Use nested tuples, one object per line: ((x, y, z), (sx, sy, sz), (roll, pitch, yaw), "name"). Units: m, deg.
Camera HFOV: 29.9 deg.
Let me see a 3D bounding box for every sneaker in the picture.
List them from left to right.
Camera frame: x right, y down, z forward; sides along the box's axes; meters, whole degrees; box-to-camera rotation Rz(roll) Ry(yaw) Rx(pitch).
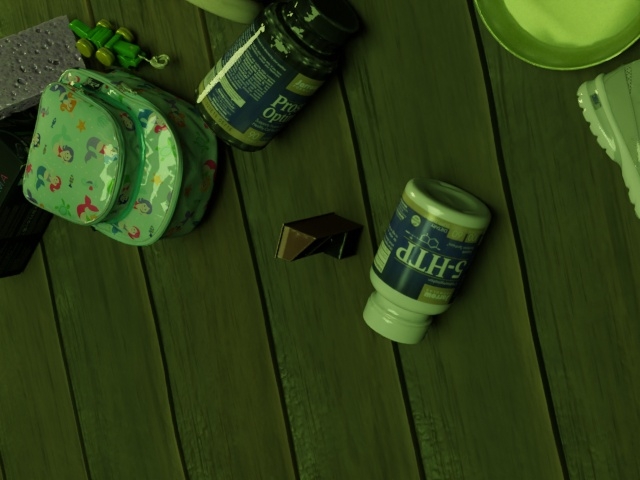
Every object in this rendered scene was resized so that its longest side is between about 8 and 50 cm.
((0.390, -0.079, 1.294), (0.115, 0.105, 0.281), (-37, 77, 31), "sneaker")

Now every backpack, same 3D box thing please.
((-0.276, -0.112, 1.668), (0.253, 0.191, 0.225), (25, 109, 21), "backpack")

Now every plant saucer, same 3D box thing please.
((0.287, -0.315, 1.363), (0.241, 0.037, 0.241), (5, 100, 31), "plant saucer")

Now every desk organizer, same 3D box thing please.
((0.000, 0.000, 1.536), (0.050, 0.130, 0.047), (22, 108, 25), "desk organizer")

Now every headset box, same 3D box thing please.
((-0.547, -0.119, 1.860), (0.283, 0.131, 0.246), (45, 117, 19), "headset box")

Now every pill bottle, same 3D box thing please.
((-0.055, -0.226, 1.540), (0.219, 0.123, 0.123), (-44, 74, 30), "pill bottle")
((0.124, 0.028, 1.473), (0.112, 0.112, 0.187), (32, 113, 24), "pill bottle")

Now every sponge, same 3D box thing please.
((-0.450, -0.243, 1.755), (0.210, 0.031, 0.117), (-23, 66, -6), "sponge")

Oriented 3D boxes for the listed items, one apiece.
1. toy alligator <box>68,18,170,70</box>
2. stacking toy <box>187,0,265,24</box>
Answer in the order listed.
((-0.287, -0.269, 1.726), (0.189, 0.056, 0.051), (26, 152, 25), "toy alligator")
((-0.076, -0.450, 1.528), (0.141, 0.141, 0.330), (32, 106, 24), "stacking toy")
